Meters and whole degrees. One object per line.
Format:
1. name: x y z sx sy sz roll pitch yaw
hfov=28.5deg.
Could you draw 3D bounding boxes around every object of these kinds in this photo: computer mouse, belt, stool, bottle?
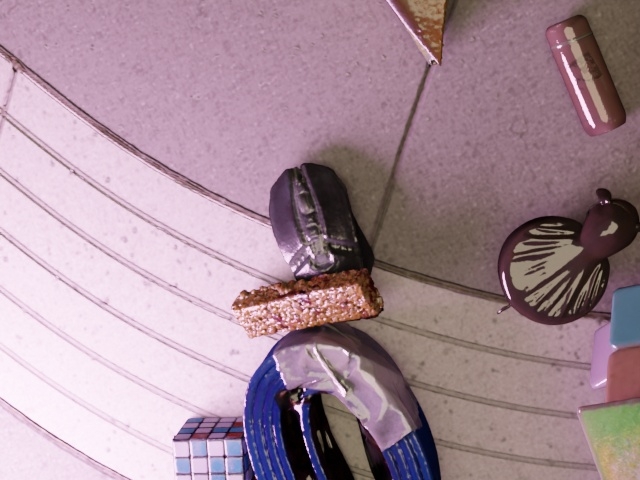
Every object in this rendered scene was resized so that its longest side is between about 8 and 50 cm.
1. computer mouse: 0.000 0.000 1.554 0.105 0.062 0.192 -18 98 12
2. belt: 0.035 0.276 1.566 0.212 0.117 0.347 -21 96 12
3. stool: 0.294 0.014 1.487 0.217 0.121 0.125 -41 90 13
4. bottle: 0.313 -0.194 1.487 0.053 0.053 0.140 -23 95 10

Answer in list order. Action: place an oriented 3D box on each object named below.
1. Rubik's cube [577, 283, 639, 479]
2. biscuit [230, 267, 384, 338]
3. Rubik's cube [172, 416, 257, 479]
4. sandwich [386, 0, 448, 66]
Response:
1. Rubik's cube: 0.471 0.214 1.397 0.387 0.358 0.368 8 142 7
2. biscuit: -0.018 0.078 1.543 0.199 0.034 0.064 -12 126 30
3. Rubik's cube: -0.132 0.281 1.600 0.092 0.092 0.092 -3 98 8
4. sandwich: 0.092 -0.330 1.474 0.096 0.094 0.258 -36 94 16
